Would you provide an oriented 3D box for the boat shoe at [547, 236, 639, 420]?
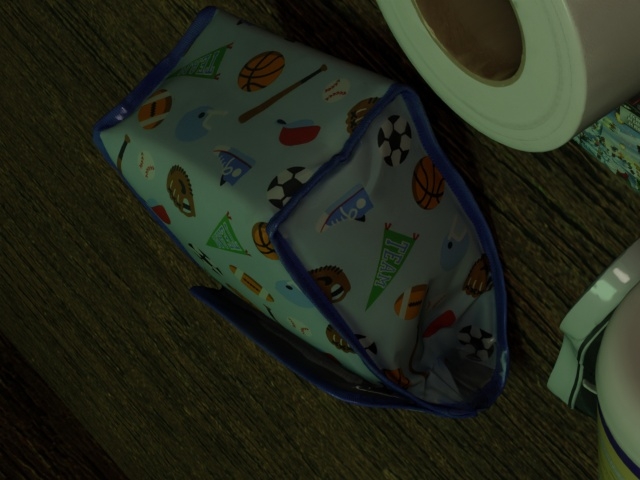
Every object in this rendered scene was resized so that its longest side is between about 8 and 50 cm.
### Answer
[{"bbox_3d":[0.267,0.095,1.714,0.105,0.113,0.306,42,158,16],"label":"boat shoe"}]

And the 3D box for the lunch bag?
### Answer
[{"bbox_3d":[0.000,0.000,1.993,0.328,0.239,0.385,31,163,46],"label":"lunch bag"}]

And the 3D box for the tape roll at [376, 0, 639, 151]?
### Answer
[{"bbox_3d":[0.163,-0.208,1.430,0.246,0.169,0.246,45,157,26],"label":"tape roll"}]

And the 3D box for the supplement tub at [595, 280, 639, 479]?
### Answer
[{"bbox_3d":[0.333,0.190,1.532,0.241,0.241,0.331,40,153,36],"label":"supplement tub"}]

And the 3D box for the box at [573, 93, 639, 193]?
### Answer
[{"bbox_3d":[0.237,-0.100,1.613,0.137,0.027,0.094,44,156,28],"label":"box"}]
